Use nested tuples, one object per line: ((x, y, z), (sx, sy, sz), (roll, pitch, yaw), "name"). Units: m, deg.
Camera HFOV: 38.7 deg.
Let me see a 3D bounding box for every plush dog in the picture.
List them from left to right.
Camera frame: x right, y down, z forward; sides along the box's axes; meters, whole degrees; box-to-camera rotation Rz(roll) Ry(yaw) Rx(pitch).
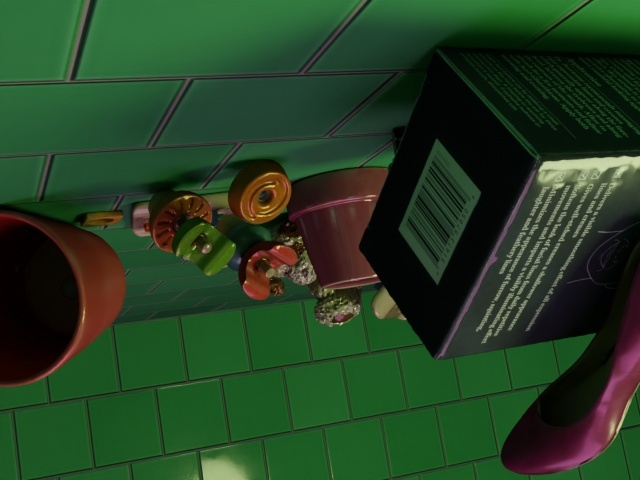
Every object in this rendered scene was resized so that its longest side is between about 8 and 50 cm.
((-0.012, 0.023, 1.863), (0.225, 0.211, 0.262), (9, 131, -21), "plush dog")

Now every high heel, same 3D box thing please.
((0.317, 0.139, 1.097), (0.377, 0.181, 0.127), (-46, -161, 23), "high heel")

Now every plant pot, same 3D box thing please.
((-0.451, 0.082, 1.468), (0.275, 0.275, 0.243), (-11, 180, 12), "plant pot")
((0.049, -0.014, 1.569), (0.201, 0.180, 0.201), (-9, 172, -1), "plant pot")

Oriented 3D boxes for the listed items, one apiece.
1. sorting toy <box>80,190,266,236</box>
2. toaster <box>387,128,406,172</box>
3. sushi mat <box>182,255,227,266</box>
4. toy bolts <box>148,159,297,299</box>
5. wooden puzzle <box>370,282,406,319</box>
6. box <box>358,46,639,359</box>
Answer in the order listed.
((-0.236, -0.032, 1.581), (0.347, 0.047, 0.196), (-7, 171, -13), "sorting toy")
((0.196, -0.086, 1.327), (0.185, 0.168, 0.110), (-8, 174, -1), "toaster")
((-0.140, 0.017, 2.042), (0.316, 0.019, 0.151), (-13, 162, 23), "sushi mat")
((-0.139, -0.039, 1.435), (0.218, 0.158, 0.228), (-47, 138, 0), "toy bolts")
((0.232, 0.030, 1.951), (0.322, 0.080, 0.348), (-50, 164, 4), "wooden puzzle")
((0.294, -0.051, 1.098), (0.395, 0.212, 0.293), (-4, 133, -29), "box")
